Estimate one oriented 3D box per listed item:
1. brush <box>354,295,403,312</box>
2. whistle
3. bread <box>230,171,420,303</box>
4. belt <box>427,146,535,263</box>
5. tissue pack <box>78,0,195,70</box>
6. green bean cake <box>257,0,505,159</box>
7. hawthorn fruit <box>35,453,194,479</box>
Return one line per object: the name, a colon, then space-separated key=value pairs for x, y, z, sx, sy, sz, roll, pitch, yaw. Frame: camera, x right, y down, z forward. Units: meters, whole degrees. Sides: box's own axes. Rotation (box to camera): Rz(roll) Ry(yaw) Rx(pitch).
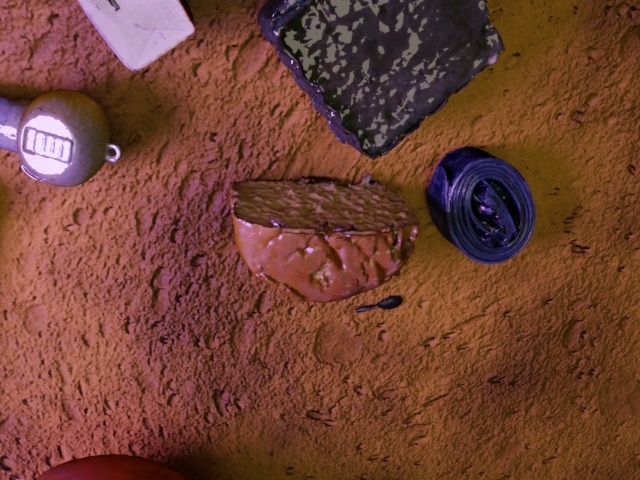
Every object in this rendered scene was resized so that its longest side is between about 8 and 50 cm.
brush: x=0.096 y=0.106 z=1.096 sx=0.083 sy=0.008 sz=0.024 roll=-10 pitch=119 yaw=-12
whistle: x=-0.349 y=-0.137 z=0.824 sx=0.223 sy=0.123 sz=0.122 roll=16 pitch=109 yaw=1
bread: x=-0.004 y=0.001 z=0.946 sx=0.261 sy=0.160 sz=0.147 roll=-3 pitch=122 yaw=-18
belt: x=0.246 y=-0.054 z=1.027 sx=0.141 sy=0.082 sz=0.190 roll=-37 pitch=119 yaw=-4
tissue pack: x=-0.208 y=-0.270 z=0.765 sx=0.099 sy=0.148 sz=0.106 roll=-33 pitch=118 yaw=0
green bean cake: x=0.077 y=-0.267 z=0.859 sx=0.255 sy=0.132 sz=0.241 roll=-43 pitch=118 yaw=3
hawthorn fruit: x=-0.287 y=0.536 z=0.964 sx=0.473 sy=0.471 sz=0.471 roll=-6 pitch=114 yaw=-13
